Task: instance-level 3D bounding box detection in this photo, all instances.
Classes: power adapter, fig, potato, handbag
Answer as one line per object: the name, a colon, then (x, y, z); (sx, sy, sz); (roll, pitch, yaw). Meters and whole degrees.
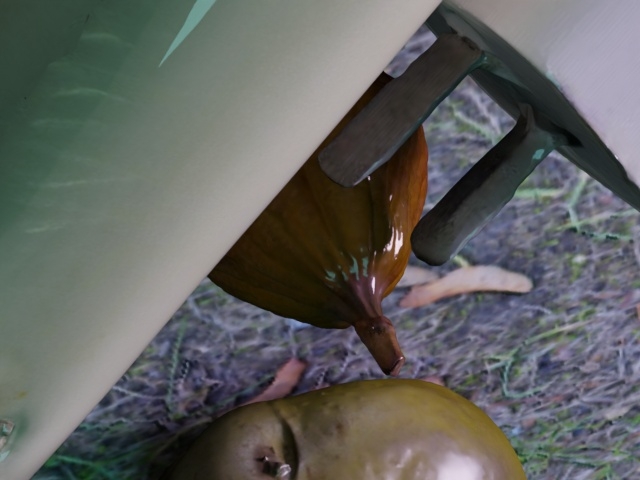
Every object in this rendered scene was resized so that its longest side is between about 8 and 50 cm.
power adapter: (0.090, -0.080, 0.682); (0.205, 0.125, 0.130); (-46, 135, -1)
fig: (0.000, -0.005, 0.759); (0.119, 0.153, 0.119); (-26, 167, -6)
potato: (0.012, 0.144, 0.916); (0.200, 0.137, 0.154); (-6, 166, -18)
handbag: (-0.064, -0.105, 0.551); (0.160, 0.237, 0.358); (21, 123, -35)
